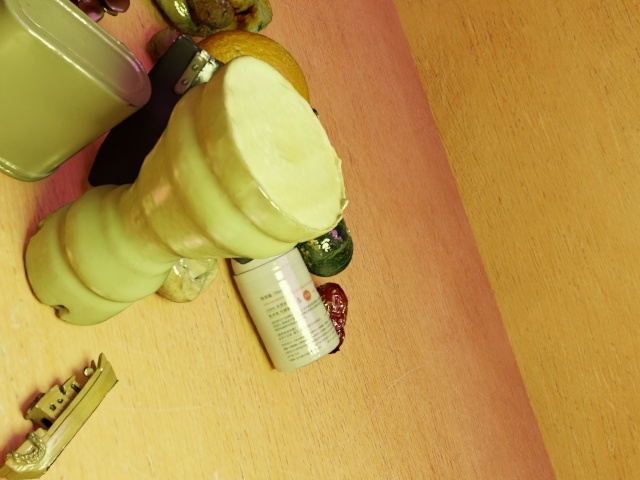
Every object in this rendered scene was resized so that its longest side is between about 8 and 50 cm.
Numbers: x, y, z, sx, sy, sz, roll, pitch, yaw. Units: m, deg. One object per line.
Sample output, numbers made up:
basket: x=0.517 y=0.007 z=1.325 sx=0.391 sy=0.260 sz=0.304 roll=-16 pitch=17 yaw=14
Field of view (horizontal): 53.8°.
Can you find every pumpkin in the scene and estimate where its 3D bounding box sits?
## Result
pumpkin: x=0.001 y=0.000 z=1.486 sx=0.190 sy=0.146 sz=0.190 roll=157 pitch=-90 yaw=-83

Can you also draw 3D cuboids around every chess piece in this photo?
chess piece: x=-0.205 y=-0.033 z=0.853 sx=0.234 sy=0.442 sz=0.234 roll=39 pitch=37 yaw=-38

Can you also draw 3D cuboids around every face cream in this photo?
face cream: x=-0.100 y=0.069 z=1.276 sx=0.145 sy=0.145 sz=0.370 roll=-30 pitch=96 yaw=-61

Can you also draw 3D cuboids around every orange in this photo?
orange: x=-0.151 y=-0.255 z=1.193 sx=0.274 sy=0.274 sz=0.274 roll=38 pitch=40 yaw=-42

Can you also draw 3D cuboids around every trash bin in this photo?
trash bin: x=-0.398 y=-0.212 z=0.855 sx=0.243 sy=0.247 sz=0.121 roll=37 pitch=40 yaw=-42

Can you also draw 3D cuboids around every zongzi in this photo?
zongzi: x=-0.278 y=-0.374 z=1.355 sx=0.160 sy=0.078 sz=0.176 roll=65 pitch=19 yaw=-5

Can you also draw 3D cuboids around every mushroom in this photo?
mushroom: x=-0.240 y=0.036 z=1.092 sx=0.148 sy=0.112 sz=0.148 roll=24 pitch=60 yaw=-50

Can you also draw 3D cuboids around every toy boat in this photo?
toy boat: x=-0.346 y=0.227 z=0.838 sx=0.072 sy=0.064 sz=0.206 roll=41 pitch=33 yaw=-10

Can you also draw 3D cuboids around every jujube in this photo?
jujube: x=0.017 y=0.175 z=1.449 sx=0.104 sy=0.104 sz=0.166 roll=34 pitch=45 yaw=-46

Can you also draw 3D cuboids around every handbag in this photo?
handbag: x=-0.174 y=-0.147 z=1.030 sx=0.342 sy=0.288 sz=0.152 roll=27 pitch=19 yaw=-6

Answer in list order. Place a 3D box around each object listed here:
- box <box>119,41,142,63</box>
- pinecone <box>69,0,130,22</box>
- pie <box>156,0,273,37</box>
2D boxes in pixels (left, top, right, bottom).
box: x=-0.376 y=-0.315 z=1.172 sx=0.062 sy=0.045 sz=0.098 roll=44 pitch=36 yaw=-38
pinecone: x=-0.413 y=-0.514 z=1.048 sx=0.264 sy=0.264 sz=0.264 roll=38 pitch=40 yaw=-42
pie: x=-0.271 y=-0.651 z=1.458 sx=0.395 sy=0.180 sz=0.418 roll=63 pitch=20 yaw=-14
